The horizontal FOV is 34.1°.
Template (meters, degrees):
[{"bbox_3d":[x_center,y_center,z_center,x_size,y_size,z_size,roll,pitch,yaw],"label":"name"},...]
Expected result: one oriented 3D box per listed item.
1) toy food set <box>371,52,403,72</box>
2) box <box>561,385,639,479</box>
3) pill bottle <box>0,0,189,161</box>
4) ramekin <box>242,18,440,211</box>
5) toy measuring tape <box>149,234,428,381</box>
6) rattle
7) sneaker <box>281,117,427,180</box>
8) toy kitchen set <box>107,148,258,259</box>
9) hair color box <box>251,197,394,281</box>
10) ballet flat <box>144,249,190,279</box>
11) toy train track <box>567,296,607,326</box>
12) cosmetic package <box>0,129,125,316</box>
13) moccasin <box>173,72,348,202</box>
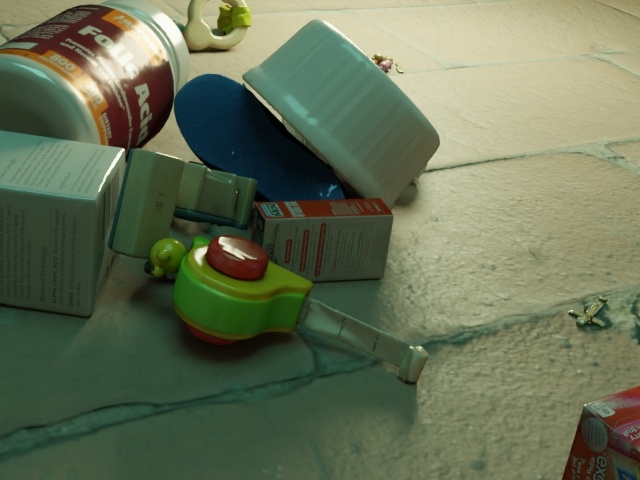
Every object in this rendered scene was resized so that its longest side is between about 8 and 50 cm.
[{"bbox_3d":[0.102,-0.354,2.068,0.122,0.019,0.078,2,28,-10],"label":"toy food set"},{"bbox_3d":[0.363,0.205,0.979,0.257,0.122,0.128,-11,33,-31],"label":"box"},{"bbox_3d":[-0.335,-0.199,1.449,0.224,0.224,0.392,13,29,9],"label":"pill bottle"},{"bbox_3d":[0.036,-0.174,1.435,0.277,0.135,0.277,44,4,-3],"label":"ramekin"},{"bbox_3d":[-0.049,0.082,1.131,0.330,0.121,0.121,26,31,12],"label":"toy measuring tape"},{"bbox_3d":[-0.246,-0.422,2.058,0.200,0.130,0.143,-38,34,-19],"label":"rattle"},{"bbox_3d":[0.063,-0.177,1.651,0.235,0.094,0.153,12,27,8],"label":"sneaker"},{"bbox_3d":[-0.201,-0.041,1.294,0.166,0.122,0.207,13,0,37],"label":"toy kitchen set"},{"bbox_3d":[0.000,0.000,1.303,0.167,0.093,0.053,-2,29,-20],"label":"hair color box"},{"bbox_3d":[-0.157,0.030,1.269,0.114,0.041,0.041,-14,35,-33],"label":"ballet flat"},{"bbox_3d":[0.343,0.086,1.314,0.048,0.014,0.083,24,31,27],"label":"toy train track"},{"bbox_3d":[-0.332,-0.024,1.200,0.184,0.151,0.151,8,27,0],"label":"cosmetic package"},{"bbox_3d":[-0.088,-0.102,1.449,0.138,0.117,0.342,-40,57,-3],"label":"moccasin"}]
